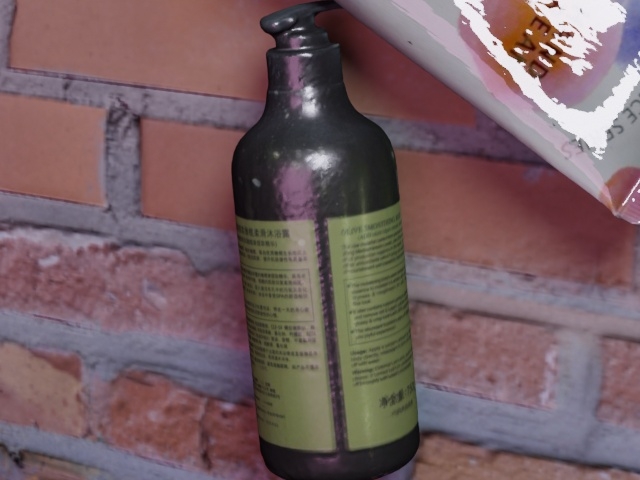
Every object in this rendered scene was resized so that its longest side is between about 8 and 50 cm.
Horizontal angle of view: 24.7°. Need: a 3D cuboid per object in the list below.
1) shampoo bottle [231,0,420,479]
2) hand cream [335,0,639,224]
[{"bbox_3d":[0.000,0.000,0.879,0.101,0.101,0.284,0,103,25],"label":"shampoo bottle"},{"bbox_3d":[0.073,-0.148,0.819,0.340,0.078,0.124,35,82,14],"label":"hand cream"}]
